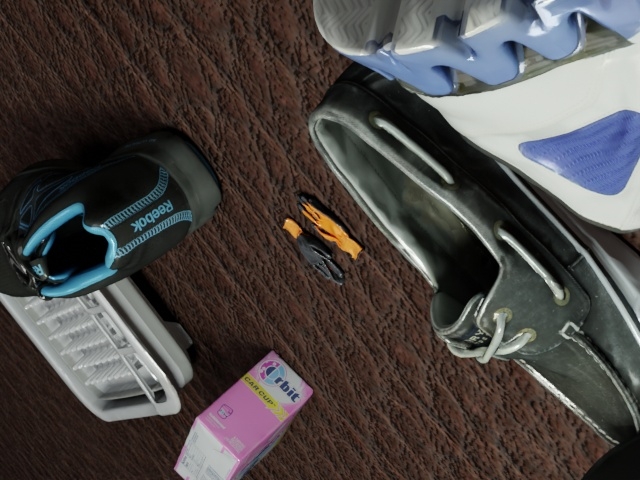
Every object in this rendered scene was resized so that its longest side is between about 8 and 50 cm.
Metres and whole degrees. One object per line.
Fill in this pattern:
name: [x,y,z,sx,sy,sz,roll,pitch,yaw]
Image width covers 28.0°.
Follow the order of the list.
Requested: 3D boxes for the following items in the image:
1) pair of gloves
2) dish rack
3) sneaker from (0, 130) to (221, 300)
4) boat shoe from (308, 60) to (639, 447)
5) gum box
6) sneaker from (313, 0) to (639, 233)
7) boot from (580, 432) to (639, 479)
pair of gloves: [0.000,0.000,1.063,0.074,0.010,0.083,45,153,7]
dish rack: [-0.273,0.077,1.489,0.285,0.072,0.333,53,152,-9]
sneaker: [-0.248,-0.007,1.199,0.340,0.139,0.125,-21,107,45]
boat shoe: [0.112,0.024,0.812,0.335,0.119,0.121,50,152,-3]
gum box: [-0.083,0.200,1.328,0.062,0.107,0.188,44,152,9]
sneaker: [0.172,-0.093,0.596,0.315,0.128,0.182,1,154,35]
boot: [0.301,0.216,0.762,0.263,0.091,0.229,-8,122,33]
